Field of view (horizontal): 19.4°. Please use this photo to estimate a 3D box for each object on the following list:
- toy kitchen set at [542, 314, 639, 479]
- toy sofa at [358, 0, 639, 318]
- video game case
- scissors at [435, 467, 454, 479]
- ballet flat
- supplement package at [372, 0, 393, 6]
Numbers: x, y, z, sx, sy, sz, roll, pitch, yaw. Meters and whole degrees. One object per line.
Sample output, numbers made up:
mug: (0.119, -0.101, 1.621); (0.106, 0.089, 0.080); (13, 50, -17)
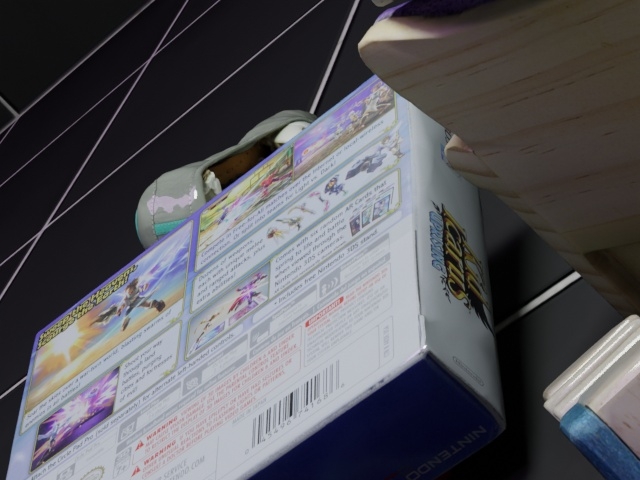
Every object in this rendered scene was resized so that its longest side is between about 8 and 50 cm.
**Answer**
toy kitchen set: (0.077, 0.120, 0.530); (0.166, 0.122, 0.207); (-44, -6, 1)
toy sofa: (0.181, -0.089, 0.625); (0.150, 0.177, 0.362); (-54, 16, -20)
video game case: (-0.039, 0.064, 0.881); (0.269, 0.061, 0.244); (-36, 28, 22)
scissors: (-0.042, 0.150, 0.875); (0.297, 0.021, 0.109); (-24, 26, 49)
ballet flat: (-0.030, -0.034, 1.164); (0.068, 0.072, 0.213); (-12, 11, 36)
supplement package: (0.060, -0.153, 0.623); (0.105, 0.105, 0.179); (-28, 8, -10)
